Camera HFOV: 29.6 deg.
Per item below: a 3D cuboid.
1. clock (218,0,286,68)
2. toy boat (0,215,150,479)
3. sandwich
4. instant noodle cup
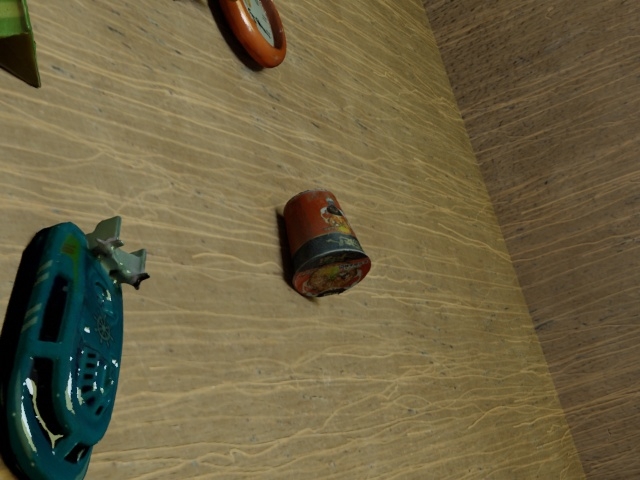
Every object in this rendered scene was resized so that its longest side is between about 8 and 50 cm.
[{"bbox_3d":[-0.121,-0.382,2.020,0.205,0.051,0.205,53,23,-35],"label":"clock"},{"bbox_3d":[-0.232,0.104,1.186,0.299,0.092,0.134,-92,156,-45],"label":"toy boat"},{"bbox_3d":[-0.352,-0.220,1.325,0.116,0.074,0.074,102,-23,-64],"label":"sandwich"},{"bbox_3d":[0.001,-0.001,1.866,0.127,0.127,0.135,40,26,-53],"label":"instant noodle cup"}]
